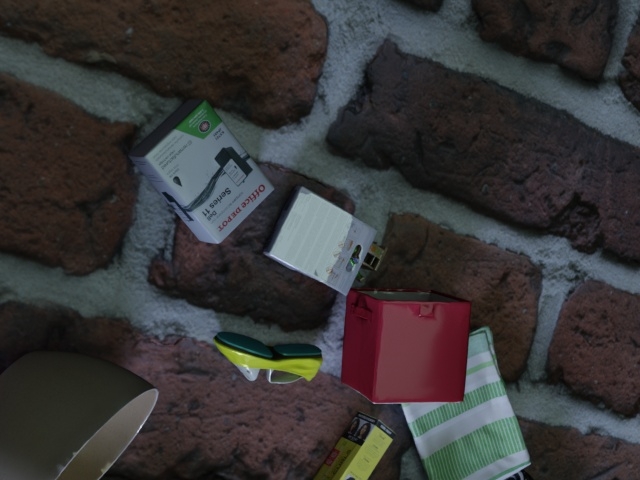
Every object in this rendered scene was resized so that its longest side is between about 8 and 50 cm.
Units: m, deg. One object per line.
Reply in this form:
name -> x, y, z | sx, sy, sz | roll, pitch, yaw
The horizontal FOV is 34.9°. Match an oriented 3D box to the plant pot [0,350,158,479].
plant pot -> -0.421, 0.283, 1.605 | 0.191, 0.284, 0.284 | 39, 72, 10

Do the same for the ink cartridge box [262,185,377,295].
ink cartridge box -> 0.000, 0.000, 1.909 | 0.179, 0.045, 0.145 | 30, 80, -23

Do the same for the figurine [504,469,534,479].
figurine -> 0.436, 0.628, 2.218 | 0.209, 0.092, 0.214 | 38, 77, -32

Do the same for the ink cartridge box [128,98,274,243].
ink cartridge box -> -0.203, -0.118, 1.765 | 0.153, 0.087, 0.208 | -47, 116, -17

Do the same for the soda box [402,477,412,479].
soda box -> 0.104, 0.590, 2.011 | 0.286, 0.098, 0.091 | -28, 108, -24

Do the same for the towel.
towel -> 0.298, 0.367, 2.111 | 0.248, 0.038, 0.324 | -23, 100, -23

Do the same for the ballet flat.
ballet flat -> -0.099, 0.223, 1.873 | 0.231, 0.077, 0.077 | 11, 106, -32

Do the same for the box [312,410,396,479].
box -> 0.047, 0.448, 1.971 | 0.058, 0.087, 0.232 | 41, 76, -24

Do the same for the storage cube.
storage cube -> 0.161, 0.196, 1.936 | 0.215, 0.184, 0.193 | 3, 94, -19

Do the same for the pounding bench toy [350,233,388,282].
pounding bench toy -> 0.076, 0.033, 1.962 | 0.065, 0.052, 0.083 | 32, 79, -28
